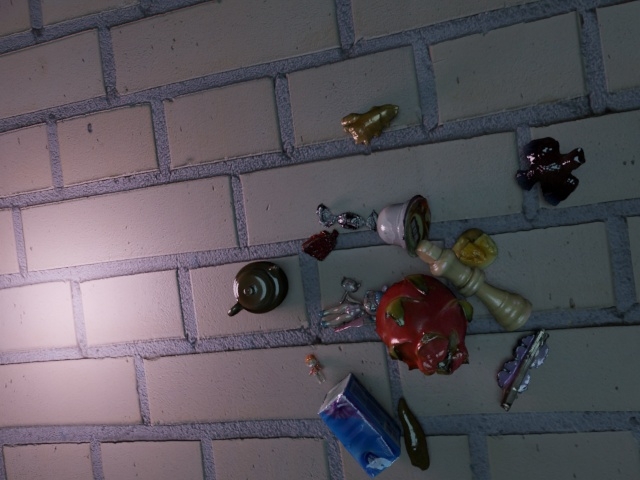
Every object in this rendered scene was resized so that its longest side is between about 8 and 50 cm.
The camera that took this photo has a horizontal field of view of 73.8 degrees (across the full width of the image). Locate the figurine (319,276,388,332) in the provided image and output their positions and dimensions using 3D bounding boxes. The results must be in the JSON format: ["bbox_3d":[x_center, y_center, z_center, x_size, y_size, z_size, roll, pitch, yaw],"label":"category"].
[{"bbox_3d":[0.120,0.224,1.472,0.260,0.103,0.205,-19,53,13],"label":"figurine"}]

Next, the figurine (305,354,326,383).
[{"bbox_3d":[-0.018,0.459,1.523,0.064,0.047,0.109,-28,94,4],"label":"figurine"}]

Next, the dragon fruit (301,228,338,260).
[{"bbox_3d":[-0.001,-0.001,1.516,0.097,0.063,0.131,37,100,-24],"label":"dragon fruit"}]

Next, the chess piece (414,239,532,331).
[{"bbox_3d":[0.466,0.129,1.338,0.397,0.117,0.117,34,98,-2],"label":"chess piece"}]

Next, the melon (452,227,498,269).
[{"bbox_3d":[0.502,0.033,1.389,0.128,0.079,0.160,29,119,-9],"label":"melon"}]

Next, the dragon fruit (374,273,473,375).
[{"bbox_3d":[0.335,0.270,1.308,0.305,0.226,0.306,-3,104,-13],"label":"dragon fruit"}]

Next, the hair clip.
[{"bbox_3d":[0.644,0.411,1.366,0.106,0.084,0.292,28,91,15],"label":"hair clip"}]

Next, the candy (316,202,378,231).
[{"bbox_3d":[0.094,-0.078,1.485,0.226,0.051,0.094,11,90,12],"label":"candy"}]

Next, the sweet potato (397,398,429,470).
[{"bbox_3d":[0.312,0.660,1.439,0.077,0.077,0.244,-17,90,12],"label":"sweet potato"}]

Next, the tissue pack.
[{"bbox_3d":[0.133,0.606,1.413,0.146,0.198,0.263,-44,83,8],"label":"tissue pack"}]

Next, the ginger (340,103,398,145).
[{"bbox_3d":[0.171,-0.396,1.448,0.205,0.081,0.115,-12,57,20],"label":"ginger"}]

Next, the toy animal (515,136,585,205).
[{"bbox_3d":[0.701,-0.215,1.290,0.116,0.179,0.219,-19,86,-14],"label":"toy animal"}]

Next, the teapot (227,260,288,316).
[{"bbox_3d":[-0.230,0.176,1.498,0.268,0.175,0.185,-45,80,9],"label":"teapot"}]

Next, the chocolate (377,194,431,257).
[{"bbox_3d":[0.265,-0.059,1.402,0.147,0.221,0.221,15,95,37],"label":"chocolate"}]
